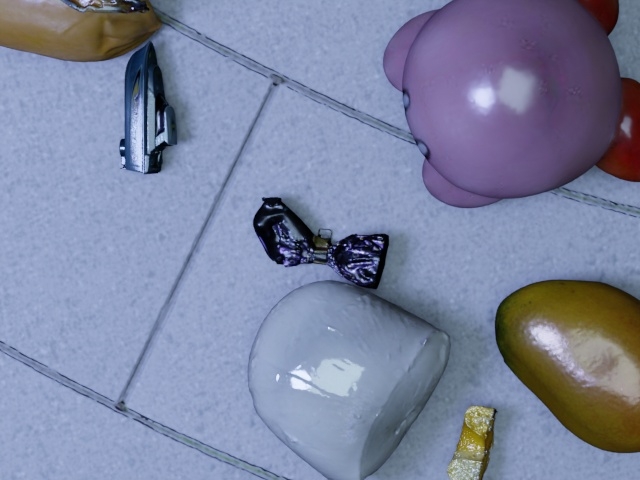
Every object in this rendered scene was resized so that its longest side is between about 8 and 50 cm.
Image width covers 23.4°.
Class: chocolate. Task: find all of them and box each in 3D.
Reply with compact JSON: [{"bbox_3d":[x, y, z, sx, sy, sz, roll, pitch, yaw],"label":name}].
[{"bbox_3d":[0.000,0.003,1.649,0.147,0.070,0.072,21,105,11],"label":"chocolate"}]

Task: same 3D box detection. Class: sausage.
[{"bbox_3d":[-0.340,-0.266,1.604,0.354,0.116,0.134,17,138,2],"label":"sausage"}]

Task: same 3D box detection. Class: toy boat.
[{"bbox_3d":[-0.184,-0.141,1.642,0.060,0.055,0.141,1,94,10],"label":"toy boat"}]

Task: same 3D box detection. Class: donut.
[{"bbox_3d":[0.162,0.217,1.649,0.038,0.067,0.083,15,129,18],"label":"donut"}]

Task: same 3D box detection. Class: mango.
[{"bbox_3d":[0.288,0.121,1.608,0.151,0.120,0.221,-44,84,6],"label":"mango"}]

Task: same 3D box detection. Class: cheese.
[{"bbox_3d":[0.017,0.139,1.605,0.189,0.154,0.198,34,95,5],"label":"cheese"}]

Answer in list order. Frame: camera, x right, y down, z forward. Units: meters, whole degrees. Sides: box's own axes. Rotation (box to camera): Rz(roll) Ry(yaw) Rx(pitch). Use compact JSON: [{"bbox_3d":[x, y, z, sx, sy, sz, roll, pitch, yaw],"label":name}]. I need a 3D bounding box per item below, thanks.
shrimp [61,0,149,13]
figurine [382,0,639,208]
[{"bbox_3d":[-0.192,-0.299,1.551,0.195,0.035,0.148,-29,74,-11],"label":"shrimp"},{"bbox_3d":[0.205,-0.157,1.546,0.261,0.211,0.270,-17,92,3],"label":"figurine"}]
